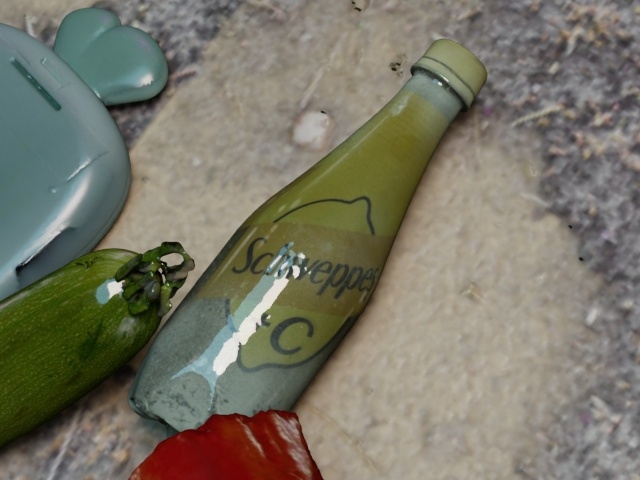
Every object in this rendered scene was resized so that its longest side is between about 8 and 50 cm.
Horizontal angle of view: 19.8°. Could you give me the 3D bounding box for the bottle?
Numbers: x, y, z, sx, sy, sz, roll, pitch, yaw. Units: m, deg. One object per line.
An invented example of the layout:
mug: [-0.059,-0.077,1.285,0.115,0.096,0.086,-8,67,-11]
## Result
bottle: [0.000,0.000,0.997,0.083,0.083,0.270,31,78,23]

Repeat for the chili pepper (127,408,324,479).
chili pepper: [0.019,0.241,0.863,0.134,0.131,0.338,-40,65,5]

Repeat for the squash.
squash: [-0.194,0.079,1.005,0.318,0.080,0.071,-25,31,15]

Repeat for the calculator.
calculator: [-0.220,-0.032,1.088,0.299,0.041,0.185,-41,64,-4]
